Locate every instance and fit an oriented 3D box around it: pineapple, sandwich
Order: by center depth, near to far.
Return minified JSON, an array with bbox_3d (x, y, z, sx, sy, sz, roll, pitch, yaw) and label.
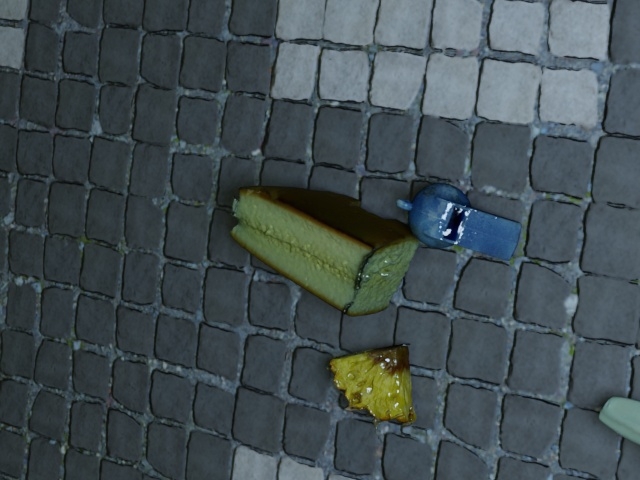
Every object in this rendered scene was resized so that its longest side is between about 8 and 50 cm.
[{"bbox_3d":[0.083,0.183,1.761,0.137,0.069,0.116,40,107,17],"label":"pineapple"},{"bbox_3d":[0.000,0.000,1.769,0.235,0.128,0.122,31,112,30],"label":"sandwich"}]

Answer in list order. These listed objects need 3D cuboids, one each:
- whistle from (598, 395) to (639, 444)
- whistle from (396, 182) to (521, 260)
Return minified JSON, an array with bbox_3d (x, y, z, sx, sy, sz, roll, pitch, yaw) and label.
[{"bbox_3d":[0.434,0.239,1.494,0.253,0.101,0.106,22,110,28],"label":"whistle"},{"bbox_3d":[0.170,-0.026,1.689,0.158,0.090,0.090,17,104,-8],"label":"whistle"}]
